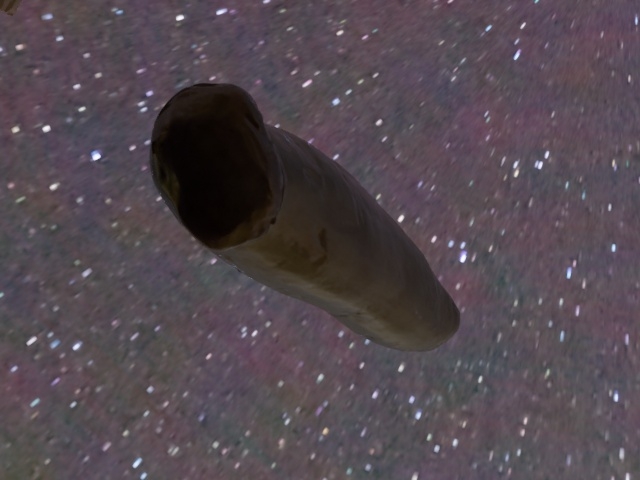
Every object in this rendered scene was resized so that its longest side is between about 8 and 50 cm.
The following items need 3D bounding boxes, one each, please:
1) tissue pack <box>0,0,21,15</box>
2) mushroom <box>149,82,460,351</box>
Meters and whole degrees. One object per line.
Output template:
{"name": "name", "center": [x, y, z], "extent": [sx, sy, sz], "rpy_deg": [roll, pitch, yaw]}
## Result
{"name": "tissue pack", "center": [-0.290, -0.335, 1.054], "extent": [0.185, 0.124, 0.225], "rpy_deg": [40, -73, 30]}
{"name": "mushroom", "center": [-0.001, -0.004, 0.846], "extent": [0.087, 0.333, 0.107], "rpy_deg": [-19, -115, 24]}
